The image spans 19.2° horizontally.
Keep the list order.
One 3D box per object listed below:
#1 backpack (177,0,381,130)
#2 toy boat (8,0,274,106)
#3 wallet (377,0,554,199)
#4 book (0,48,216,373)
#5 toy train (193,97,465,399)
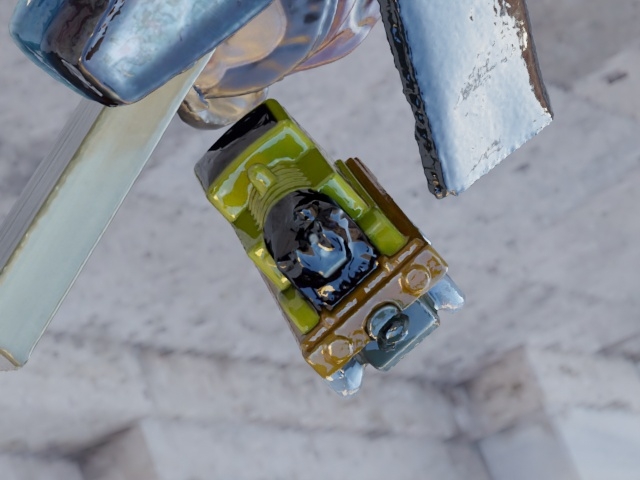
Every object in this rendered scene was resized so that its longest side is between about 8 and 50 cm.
[{"bbox_3d":[-0.047,-0.194,1.274,0.229,0.139,0.229,-14,129,-18],"label":"backpack"},{"bbox_3d":[-0.029,-0.095,0.524,0.137,0.061,0.060,-46,128,6],"label":"toy boat"},{"bbox_3d":[0.082,-0.156,1.150,0.025,0.244,0.124,8,-145,44],"label":"wallet"},{"bbox_3d":[-0.103,-0.017,0.762,0.161,0.026,0.231,-60,-169,-12],"label":"book"},{"bbox_3d":[0.000,0.000,1.009,0.089,0.127,0.219,-42,-159,4],"label":"toy train"}]
